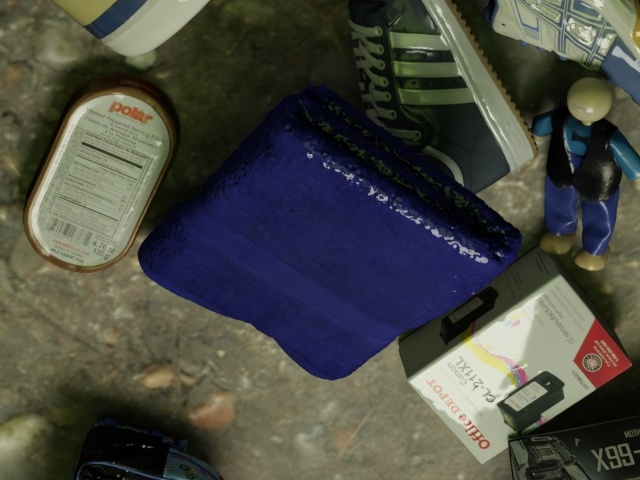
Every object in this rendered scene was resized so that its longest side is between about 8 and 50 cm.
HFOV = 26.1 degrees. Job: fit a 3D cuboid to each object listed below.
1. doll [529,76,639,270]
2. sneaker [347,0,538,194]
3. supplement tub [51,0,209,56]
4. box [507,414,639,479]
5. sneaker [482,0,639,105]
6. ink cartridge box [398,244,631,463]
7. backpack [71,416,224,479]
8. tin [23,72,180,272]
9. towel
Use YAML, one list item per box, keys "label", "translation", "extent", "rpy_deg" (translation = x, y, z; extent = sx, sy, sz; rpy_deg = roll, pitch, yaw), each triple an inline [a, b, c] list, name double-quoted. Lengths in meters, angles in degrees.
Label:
- label: "doll"
  translation: [0.232, -0.062, 1.196]
  extent: [0.129, 0.046, 0.189]
  rpy_deg: [26, 140, 31]
- label: "sneaker"
  translation: [0.054, -0.133, 1.150]
  extent: [0.153, 0.099, 0.282]
  rpy_deg: [-37, 115, 0]
- label: "supplement tub"
  translation: [-0.187, -0.312, 0.993]
  extent: [0.316, 0.228, 0.228]
  rpy_deg: [39, 107, -19]
- label: "box"
  translation: [0.320, 0.298, 1.354]
  extent: [0.242, 0.076, 0.307]
  rpy_deg: [-12, 130, 2]
- label: "sneaker"
  translation: [0.209, -0.203, 1.152]
  extent: [0.131, 0.112, 0.296]
  rpy_deg: [-21, 126, 37]
- label: "ink cartridge box"
  translation: [0.181, 0.108, 1.298]
  extent: [0.175, 0.072, 0.127]
  rpy_deg: [-37, 113, 12]
- label: "backpack"
  translation: [-0.157, 0.264, 1.327]
  extent: [0.173, 0.117, 0.158]
  rpy_deg: [14, 113, -9]
- label: "tin"
  translation: [-0.193, -0.056, 1.220]
  extent: [0.106, 0.040, 0.190]
  rpy_deg: [21, 112, -17]
- label: "towel"
  translation: [0.000, 0.000, 1.151]
  extent: [0.227, 0.076, 0.308]
  rpy_deg: [31, 147, -14]
